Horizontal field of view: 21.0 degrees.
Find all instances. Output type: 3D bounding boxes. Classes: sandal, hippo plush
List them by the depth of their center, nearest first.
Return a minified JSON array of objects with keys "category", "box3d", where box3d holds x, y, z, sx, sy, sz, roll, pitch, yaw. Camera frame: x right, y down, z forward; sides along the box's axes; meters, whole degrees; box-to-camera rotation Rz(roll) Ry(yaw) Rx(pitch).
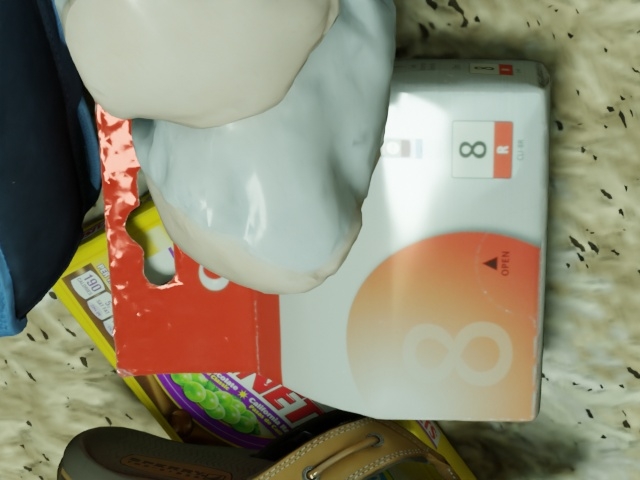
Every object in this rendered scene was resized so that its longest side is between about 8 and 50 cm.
[{"category":"hippo plush","box3d":[0.034,-0.145,0.557,0.237,0.294,0.234,-18,160,3]},{"category":"sandal","box3d":[-0.002,0.096,0.727,0.219,0.090,0.060,10,98,13]}]

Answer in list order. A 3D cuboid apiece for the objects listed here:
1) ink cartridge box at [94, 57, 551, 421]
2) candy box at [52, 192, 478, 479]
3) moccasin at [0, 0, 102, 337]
[{"category":"ink cartridge box","box3d":[0.000,0.000,0.689,0.179,0.045,0.145,-1,114,1]},{"category":"candy box","box3d":[-0.023,0.065,0.765,0.105,0.027,0.206,-29,109,23]},{"category":"moccasin","box3d":[-0.166,-0.126,0.644,0.138,0.117,0.342,10,127,23]}]
